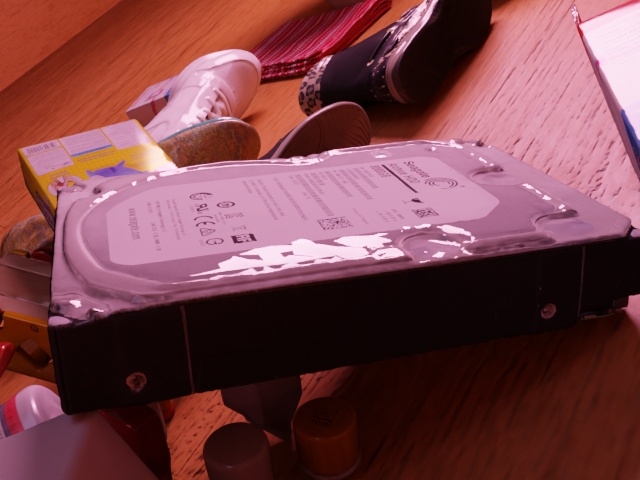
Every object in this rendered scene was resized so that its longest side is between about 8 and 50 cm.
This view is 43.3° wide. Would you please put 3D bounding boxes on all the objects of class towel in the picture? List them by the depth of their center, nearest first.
[{"bbox_3d":[-0.031,-0.324,1.309,0.275,0.031,0.199,4,43,49],"label":"towel"}]

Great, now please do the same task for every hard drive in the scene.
[{"bbox_3d":[0.000,0.000,0.535,0.339,0.064,0.237,-7,23,-13],"label":"hard drive"}]

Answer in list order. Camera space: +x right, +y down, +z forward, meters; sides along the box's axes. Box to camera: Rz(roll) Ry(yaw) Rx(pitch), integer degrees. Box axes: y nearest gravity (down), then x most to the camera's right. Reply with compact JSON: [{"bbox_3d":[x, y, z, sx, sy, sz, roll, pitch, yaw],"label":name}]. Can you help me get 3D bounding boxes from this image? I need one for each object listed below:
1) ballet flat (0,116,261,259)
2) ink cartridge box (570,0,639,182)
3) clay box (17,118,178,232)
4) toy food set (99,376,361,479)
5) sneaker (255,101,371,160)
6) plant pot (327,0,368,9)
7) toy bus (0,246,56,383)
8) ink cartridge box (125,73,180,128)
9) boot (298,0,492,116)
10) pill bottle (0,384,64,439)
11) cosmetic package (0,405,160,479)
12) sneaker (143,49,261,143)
[{"bbox_3d":[-0.214,-0.017,0.914,0.349,0.123,0.123,-24,28,13],"label":"ballet flat"},{"bbox_3d":[0.227,-0.071,0.497,0.078,0.134,0.231,-22,29,20],"label":"ink cartridge box"},{"bbox_3d":[-0.188,-0.031,0.764,0.127,0.053,0.222,-20,46,-26],"label":"clay box"},{"bbox_3d":[-0.078,0.134,0.554,0.232,0.104,0.111,18,39,35],"label":"toy food set"},{"bbox_3d":[-0.051,-0.069,0.842,0.222,0.083,0.118,-45,29,-21],"label":"sneaker"},{"bbox_3d":[0.047,-0.565,1.325,0.334,0.305,0.334,-24,28,14],"label":"plant pot"},{"bbox_3d":[-0.227,0.083,0.745,0.191,0.104,0.202,-14,39,-21],"label":"toy bus"},{"bbox_3d":[-0.260,-0.238,1.379,0.122,0.052,0.088,-15,32,32],"label":"ink cartridge box"},{"bbox_3d":[0.090,-0.233,0.970,0.179,0.085,0.236,-5,37,45],"label":"boot"},{"bbox_3d":[-0.248,0.197,0.574,0.180,0.108,0.108,-36,27,-8],"label":"pill bottle"},{"bbox_3d":[-0.150,0.214,0.396,0.151,0.151,0.183,-24,28,15],"label":"cosmetic package"},{"bbox_3d":[-0.168,-0.140,1.088,0.152,0.114,0.305,22,62,42],"label":"sneaker"}]
